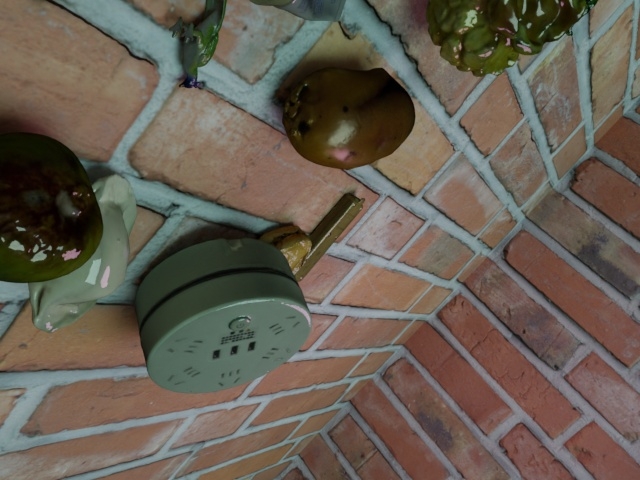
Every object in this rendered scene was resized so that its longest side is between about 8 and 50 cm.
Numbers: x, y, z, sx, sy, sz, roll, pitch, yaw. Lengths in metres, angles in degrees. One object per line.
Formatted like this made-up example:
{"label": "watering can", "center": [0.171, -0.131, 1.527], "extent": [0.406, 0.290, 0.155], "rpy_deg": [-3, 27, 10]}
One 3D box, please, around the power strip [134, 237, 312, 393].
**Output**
{"label": "power strip", "center": [-0.197, 0.168, 1.081], "extent": [0.357, 0.161, 0.357], "rpy_deg": [-17, 144, -13]}

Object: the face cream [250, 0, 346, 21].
{"label": "face cream", "center": [-0.016, -0.370, 0.759], "extent": [0.224, 0.070, 0.114], "rpy_deg": [-30, 154, -50]}

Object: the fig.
{"label": "fig", "center": [-0.369, -0.033, 0.632], "extent": [0.191, 0.181, 0.181], "rpy_deg": [-6, 144, -8]}

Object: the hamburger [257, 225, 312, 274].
{"label": "hamburger", "center": [-0.093, 0.035, 1.210], "extent": [0.147, 0.083, 0.138], "rpy_deg": [-19, 141, -43]}

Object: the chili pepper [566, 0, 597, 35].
{"label": "chili pepper", "center": [0.691, -0.602, 1.404], "extent": [0.055, 0.035, 0.118], "rpy_deg": [9, 121, -38]}

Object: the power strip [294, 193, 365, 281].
{"label": "power strip", "center": [0.000, 0.000, 1.333], "extent": [0.305, 0.044, 0.064], "rpy_deg": [-50, 153, 11]}

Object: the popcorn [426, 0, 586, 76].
{"label": "popcorn", "center": [0.320, -0.420, 0.931], "extent": [0.258, 0.224, 0.270], "rpy_deg": [-18, -156, 48]}

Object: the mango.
{"label": "mango", "center": [0.053, -0.218, 0.962], "extent": [0.287, 0.152, 0.201], "rpy_deg": [-16, 134, -46]}

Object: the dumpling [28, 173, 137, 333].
{"label": "dumpling", "center": [-0.349, 0.014, 0.812], "extent": [0.179, 0.131, 0.252], "rpy_deg": [-6, 117, -78]}

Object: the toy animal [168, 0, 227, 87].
{"label": "toy animal", "center": [-0.152, -0.291, 0.686], "extent": [0.075, 0.041, 0.217], "rpy_deg": [-37, 158, -56]}
